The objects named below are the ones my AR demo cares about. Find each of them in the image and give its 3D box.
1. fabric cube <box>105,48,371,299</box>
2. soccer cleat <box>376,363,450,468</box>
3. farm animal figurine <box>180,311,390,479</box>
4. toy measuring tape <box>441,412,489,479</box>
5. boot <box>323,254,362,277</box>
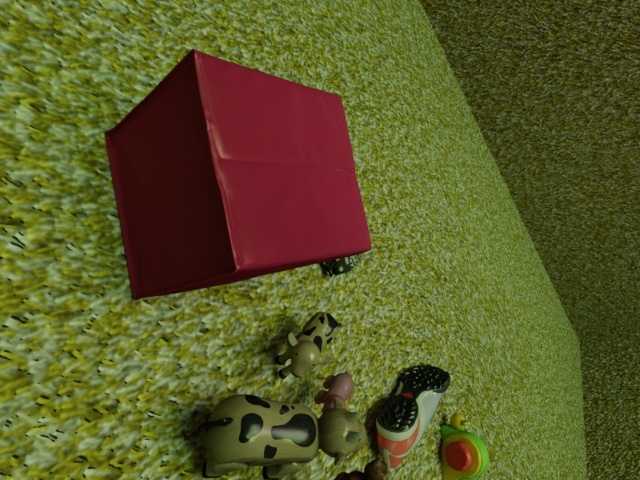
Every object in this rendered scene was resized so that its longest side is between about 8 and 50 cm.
[{"bbox_3d":[-0.119,-0.073,0.599,0.258,0.254,0.259,-7,84,-49],"label":"fabric cube"},{"bbox_3d":[0.226,0.407,0.983,0.318,0.108,0.117,-20,115,-53],"label":"soccer cleat"},{"bbox_3d":[-0.029,0.264,0.610,0.326,0.172,0.331,3,54,-37],"label":"farm animal figurine"},{"bbox_3d":[0.389,0.637,1.075,0.121,0.121,0.331,21,62,-44],"label":"toy measuring tape"},{"bbox_3d":[0.002,-0.001,0.848,0.236,0.085,0.179,-32,105,-50],"label":"boot"}]
